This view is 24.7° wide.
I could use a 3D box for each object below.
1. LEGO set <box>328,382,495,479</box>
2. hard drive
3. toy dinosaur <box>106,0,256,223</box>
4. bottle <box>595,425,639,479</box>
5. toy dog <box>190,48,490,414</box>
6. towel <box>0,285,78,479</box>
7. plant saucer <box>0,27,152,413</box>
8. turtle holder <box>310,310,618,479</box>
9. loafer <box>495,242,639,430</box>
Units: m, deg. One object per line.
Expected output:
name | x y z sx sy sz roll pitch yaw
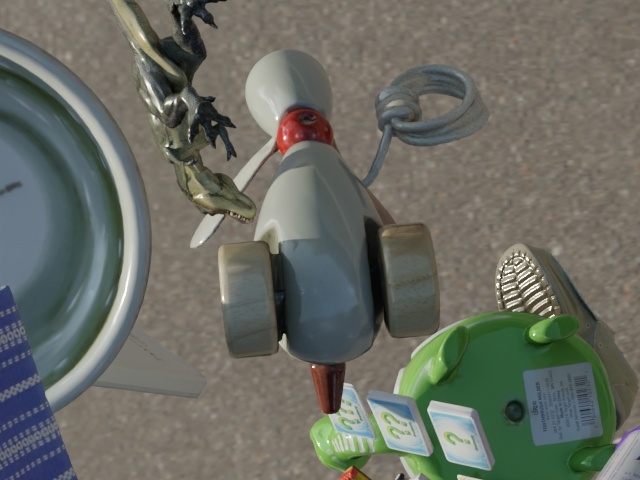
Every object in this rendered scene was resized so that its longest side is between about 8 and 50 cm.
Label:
LEGO set | 0.093 0.246 1.438 0.182 0.060 0.244 8 137 33
hard drive | -0.334 0.149 2.168 0.233 0.353 0.047 34 93 22
toy dinosaur | -0.104 -0.122 1.044 0.118 0.064 0.268 8 121 61
bottle | 0.272 0.197 1.117 0.118 0.283 0.092 37 129 13
toy dog | 0.000 0.000 1.133 0.220 0.333 0.161 10 129 10
towel | -0.218 0.217 0.945 0.040 0.243 0.336 -16 96 30
plant saucer | -0.350 -0.016 1.359 0.401 0.100 0.400 1 105 2
turtle holder | 0.179 0.225 1.721 0.243 0.320 0.227 53 164 0
loafer | 0.319 0.121 1.886 0.102 0.092 0.268 -32 84 44
